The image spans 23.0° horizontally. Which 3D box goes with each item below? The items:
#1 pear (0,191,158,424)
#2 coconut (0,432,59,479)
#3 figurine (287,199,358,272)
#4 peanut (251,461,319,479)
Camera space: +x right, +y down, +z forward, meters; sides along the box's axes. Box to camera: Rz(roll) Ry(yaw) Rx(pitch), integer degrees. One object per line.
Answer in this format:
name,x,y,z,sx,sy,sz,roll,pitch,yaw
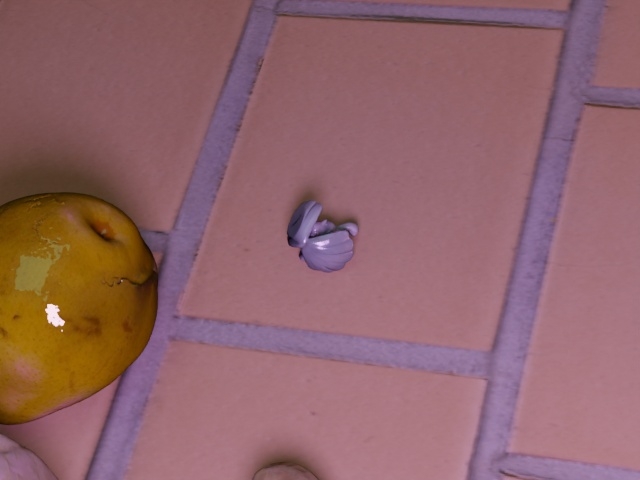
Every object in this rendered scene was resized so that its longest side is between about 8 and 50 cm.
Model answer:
pear,-0.372,0.090,2.109,0.336,0.285,0.285,-36,43,44
coconut,-0.481,0.417,1.866,0.415,0.345,0.415,-26,29,16
figurine,0.000,0.000,2.149,0.094,0.086,0.082,-48,27,35
peanut,0.001,0.373,1.888,0.123,0.123,0.256,-40,60,-10
